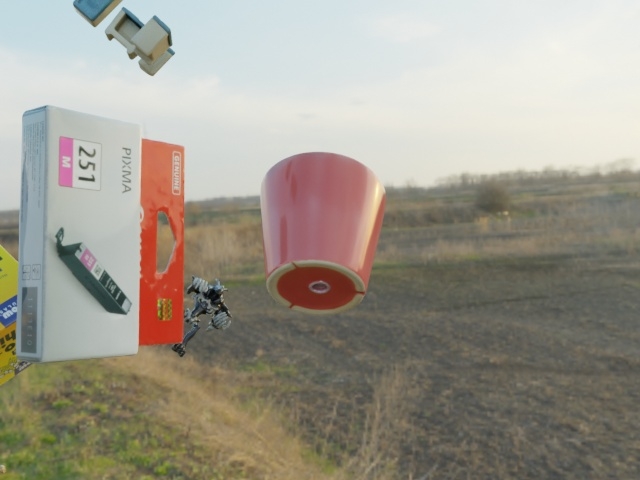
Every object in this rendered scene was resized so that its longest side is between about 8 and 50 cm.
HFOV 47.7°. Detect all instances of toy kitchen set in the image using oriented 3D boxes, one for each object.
[{"bbox_3d":[-0.357,-0.436,1.366,0.207,0.122,0.166,41,-9,-4],"label":"toy kitchen set"}]

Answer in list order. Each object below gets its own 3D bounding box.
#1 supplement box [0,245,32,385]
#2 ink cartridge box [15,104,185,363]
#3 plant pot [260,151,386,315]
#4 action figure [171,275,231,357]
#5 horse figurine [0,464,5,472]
[{"bbox_3d":[-0.716,0.107,1.438,0.356,0.195,0.194,39,52,16],"label":"supplement box"},{"bbox_3d":[-0.236,-0.001,0.861,0.060,0.275,0.239,-3,-4,38],"label":"ink cartridge box"},{"bbox_3d":[0.000,0.000,1.462,0.275,0.243,0.275,2,-37,2],"label":"plant pot"},{"bbox_3d":[-0.320,0.187,1.959,0.141,0.164,0.275,-28,16,45],"label":"action figure"},{"bbox_3d":[-0.693,0.530,1.383,0.174,0.263,0.066,-10,-15,-4],"label":"horse figurine"}]
